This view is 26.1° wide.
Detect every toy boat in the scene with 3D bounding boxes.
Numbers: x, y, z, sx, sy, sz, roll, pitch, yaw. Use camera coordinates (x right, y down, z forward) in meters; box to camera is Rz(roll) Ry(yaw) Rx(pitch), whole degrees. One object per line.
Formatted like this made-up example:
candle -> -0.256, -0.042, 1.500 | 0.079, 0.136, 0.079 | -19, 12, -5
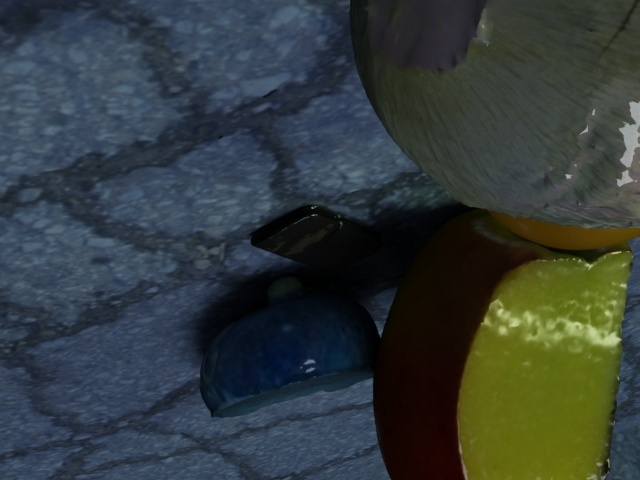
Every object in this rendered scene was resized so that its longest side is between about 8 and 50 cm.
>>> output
toy boat -> -0.040, 0.121, 1.594 | 0.215, 0.123, 0.330 | -13, 169, -4

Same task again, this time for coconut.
coconut -> 0.152, -0.153, 0.821 | 0.254, 0.297, 0.297 | -16, 161, -35

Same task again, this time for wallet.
wallet -> 0.000, 0.000, 1.420 | 0.082, 0.018, 0.156 | -27, 155, 22

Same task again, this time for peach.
peach -> 0.172, 0.145, 1.477 | 0.242, 0.381, 0.306 | -4, -161, -15

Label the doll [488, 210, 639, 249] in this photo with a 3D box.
doll -> 0.205, -0.108, 1.097 | 0.213, 0.213, 0.236 | -22, 144, 12
